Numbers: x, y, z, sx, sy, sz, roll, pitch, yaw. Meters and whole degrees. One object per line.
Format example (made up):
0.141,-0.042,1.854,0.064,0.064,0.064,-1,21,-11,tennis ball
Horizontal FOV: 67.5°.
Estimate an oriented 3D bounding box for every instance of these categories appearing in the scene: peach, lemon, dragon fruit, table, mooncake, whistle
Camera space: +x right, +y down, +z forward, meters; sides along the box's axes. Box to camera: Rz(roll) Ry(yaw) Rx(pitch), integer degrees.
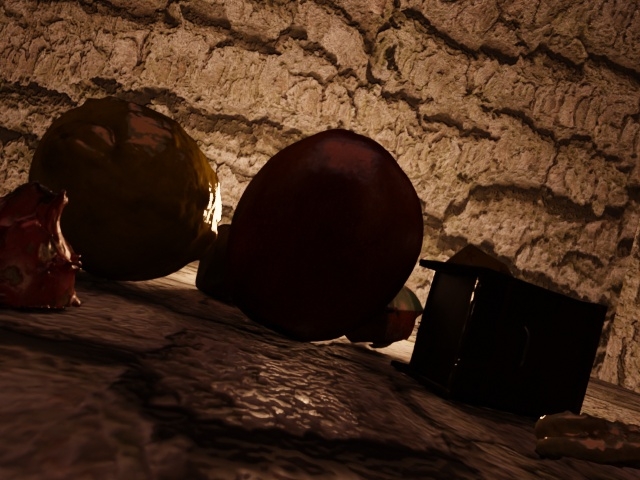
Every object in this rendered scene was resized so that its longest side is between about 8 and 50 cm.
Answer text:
0.000,0.000,0.720,0.308,0.332,0.307,22,-39,19,peach
-0.295,-0.064,0.761,0.286,0.285,0.316,16,-47,12,lemon
-0.289,-0.007,0.438,0.153,0.110,0.153,17,-8,2,dragon fruit
0.236,0.134,0.657,0.193,0.169,0.172,19,-5,-18,table
-0.101,0.072,1.005,0.306,0.154,0.306,17,-1,0,mooncake
0.096,0.145,0.931,0.142,0.133,0.346,-23,-10,-10,whistle

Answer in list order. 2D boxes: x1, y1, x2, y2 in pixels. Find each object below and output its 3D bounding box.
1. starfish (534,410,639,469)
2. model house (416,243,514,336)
0.349,0.178,0.205,0.432,0.082,0.324,15,-6,14,starfish
0.236,0.128,0.834,0.208,0.219,0.136,19,-10,-17,model house
